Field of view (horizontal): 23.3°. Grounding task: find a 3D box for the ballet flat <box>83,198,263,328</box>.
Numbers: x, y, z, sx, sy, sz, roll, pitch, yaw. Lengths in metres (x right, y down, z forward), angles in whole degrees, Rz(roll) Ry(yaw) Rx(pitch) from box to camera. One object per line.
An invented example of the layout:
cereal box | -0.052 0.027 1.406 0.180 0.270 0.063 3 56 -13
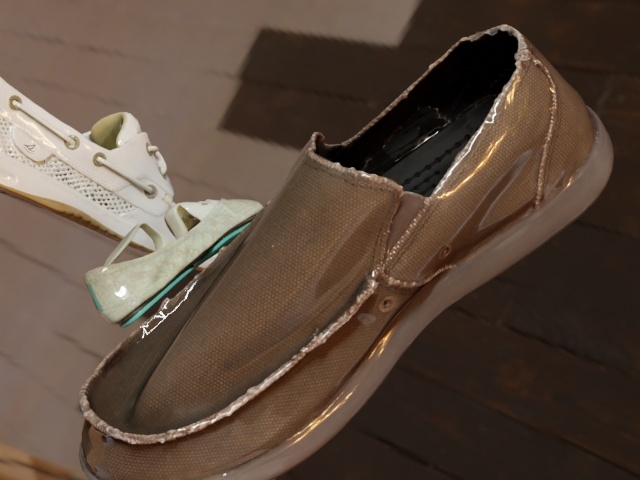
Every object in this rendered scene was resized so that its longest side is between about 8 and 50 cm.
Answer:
ballet flat | -0.101 0.000 1.101 0.057 0.052 0.168 -33 5 45

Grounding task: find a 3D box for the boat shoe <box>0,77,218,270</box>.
boat shoe | -0.162 -0.053 1.203 0.098 0.277 0.096 17 84 54

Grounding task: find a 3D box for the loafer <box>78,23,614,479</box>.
loafer | 0.000 0.000 0.878 0.366 0.130 0.134 -40 39 -16
